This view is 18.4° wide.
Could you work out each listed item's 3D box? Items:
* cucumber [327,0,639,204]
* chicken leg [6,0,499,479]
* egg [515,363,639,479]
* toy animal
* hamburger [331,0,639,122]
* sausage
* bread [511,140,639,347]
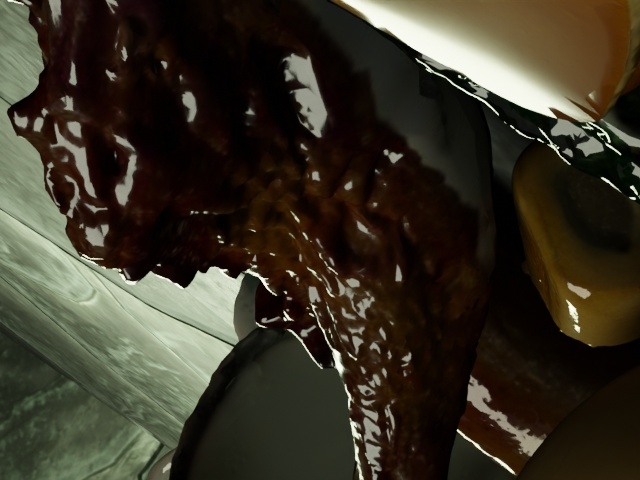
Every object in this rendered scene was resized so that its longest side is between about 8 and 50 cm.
[{"bbox_3d":[0.073,-0.044,0.430,0.265,0.077,0.077,33,168,12],"label":"cucumber"},{"bbox_3d":[0.000,0.000,0.588,0.095,0.158,0.407,9,136,35],"label":"chicken leg"},{"bbox_3d":[0.139,0.128,0.596,0.201,0.201,0.244,28,164,34],"label":"egg"},{"bbox_3d":[0.024,0.131,1.022,0.247,0.183,0.310,39,174,13],"label":"toy animal"},{"bbox_3d":[0.021,-0.098,0.337,0.166,0.087,0.137,34,167,4],"label":"hamburger"},{"bbox_3d":[0.056,0.025,0.735,0.302,0.076,0.103,40,168,-17],"label":"sausage"},{"bbox_3d":[0.090,0.004,0.617,0.103,0.049,0.062,63,-175,-68],"label":"bread"}]
